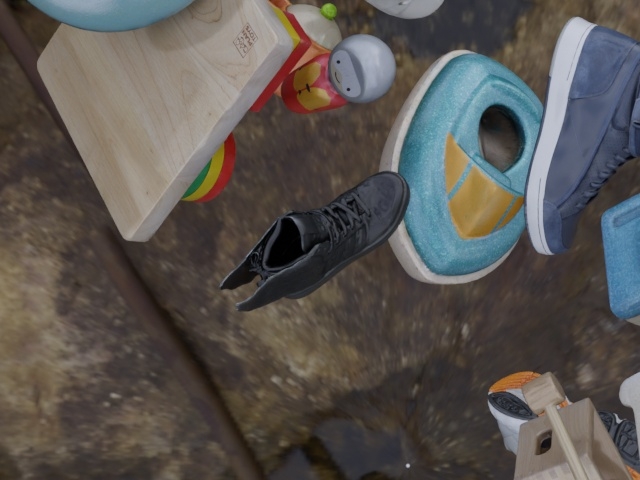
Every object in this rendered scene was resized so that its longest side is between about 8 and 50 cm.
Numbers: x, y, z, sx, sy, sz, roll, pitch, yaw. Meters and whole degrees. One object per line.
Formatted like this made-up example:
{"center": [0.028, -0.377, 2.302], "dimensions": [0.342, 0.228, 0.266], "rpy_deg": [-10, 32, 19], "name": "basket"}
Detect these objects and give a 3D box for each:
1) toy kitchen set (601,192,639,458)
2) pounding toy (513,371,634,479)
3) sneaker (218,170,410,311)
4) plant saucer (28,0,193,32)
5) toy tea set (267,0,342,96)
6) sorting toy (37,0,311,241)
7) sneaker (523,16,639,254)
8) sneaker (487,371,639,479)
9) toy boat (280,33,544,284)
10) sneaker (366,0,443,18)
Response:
{"center": [0.128, 0.045, 0.525], "dimensions": [0.166, 0.122, 0.207], "rpy_deg": [19, 57, -33], "name": "toy kitchen set"}
{"center": [0.236, 0.232, 1.446], "dimensions": [0.094, 0.181, 0.206], "rpy_deg": [-26, 104, 19], "name": "pounding toy"}
{"center": [-0.002, -0.002, 1.164], "dimensions": [0.170, 0.089, 0.051], "rpy_deg": [-41, 69, 2], "name": "sneaker"}
{"center": [-0.199, -0.349, 1.302], "dimensions": [0.317, 0.043, 0.318], "rpy_deg": [2, 95, 26], "name": "plant saucer"}
{"center": [-0.070, -0.312, 1.816], "dimensions": [0.336, 0.200, 0.124], "rpy_deg": [44, 112, 7], "name": "toy tea set"}
{"center": [-0.135, -0.171, 1.386], "dimensions": [0.255, 0.089, 0.257], "rpy_deg": [-50, 53, 27], "name": "sorting toy"}
{"center": [0.273, -0.068, 1.270], "dimensions": [0.163, 0.086, 0.226], "rpy_deg": [19, 122, 22], "name": "sneaker"}
{"center": [0.319, 0.264, 1.764], "dimensions": [0.099, 0.121, 0.262], "rpy_deg": [-34, 43, -21], "name": "sneaker"}
{"center": [0.113, -0.104, 1.495], "dimensions": [0.318, 0.148, 0.268], "rpy_deg": [30, 66, -28], "name": "toy boat"}
{"center": [0.089, -0.316, 1.677], "dimensions": [0.106, 0.290, 0.123], "rpy_deg": [-40, 59, 8], "name": "sneaker"}
